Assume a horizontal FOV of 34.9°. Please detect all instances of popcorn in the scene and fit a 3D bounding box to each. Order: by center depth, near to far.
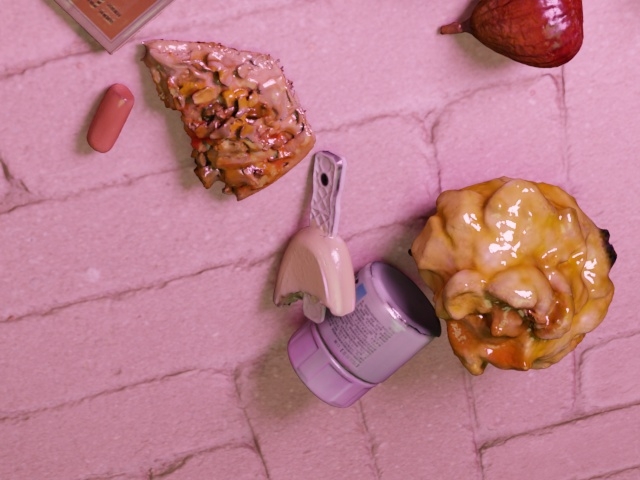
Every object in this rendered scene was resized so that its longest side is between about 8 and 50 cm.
[{"bbox_3d":[0.237,0.046,1.268,0.215,0.252,0.286,-1,140,45],"label":"popcorn"}]

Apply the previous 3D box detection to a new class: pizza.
[{"bbox_3d":[-0.095,-0.140,1.135,0.147,0.069,0.226,-19,130,6],"label":"pizza"}]

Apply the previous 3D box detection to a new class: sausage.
[{"bbox_3d":[-0.233,-0.135,1.129,0.034,0.034,0.083,18,123,-25],"label":"sausage"}]

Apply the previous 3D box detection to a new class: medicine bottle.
[{"bbox_3d":[0.054,0.125,1.336,0.135,0.135,0.168,32,115,-31],"label":"medicine bottle"}]

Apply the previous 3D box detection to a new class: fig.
[{"bbox_3d":[0.213,-0.252,1.097,0.152,0.119,0.119,16,127,7],"label":"fig"}]

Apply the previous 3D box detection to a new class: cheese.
[{"bbox_3d":[-0.001,0.000,1.258,0.049,0.127,0.235,-14,120,-39],"label":"cheese"}]

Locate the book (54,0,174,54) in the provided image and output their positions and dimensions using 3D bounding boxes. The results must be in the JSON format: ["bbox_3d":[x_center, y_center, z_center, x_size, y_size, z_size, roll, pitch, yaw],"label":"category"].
[{"bbox_3d":[-0.179,-0.315,1.007,0.241,0.018,0.170,-35,126,15],"label":"book"}]
